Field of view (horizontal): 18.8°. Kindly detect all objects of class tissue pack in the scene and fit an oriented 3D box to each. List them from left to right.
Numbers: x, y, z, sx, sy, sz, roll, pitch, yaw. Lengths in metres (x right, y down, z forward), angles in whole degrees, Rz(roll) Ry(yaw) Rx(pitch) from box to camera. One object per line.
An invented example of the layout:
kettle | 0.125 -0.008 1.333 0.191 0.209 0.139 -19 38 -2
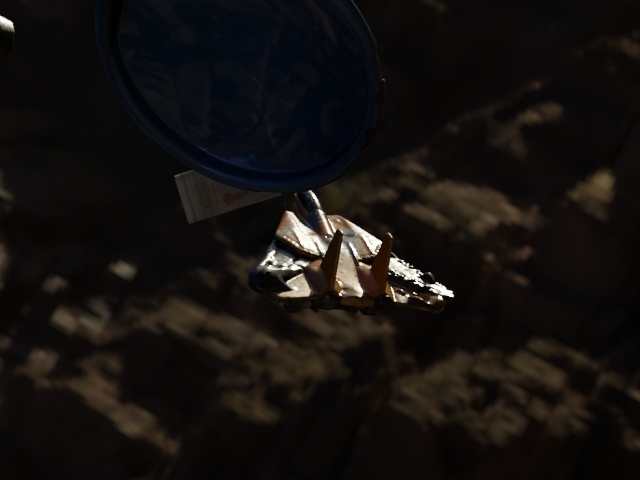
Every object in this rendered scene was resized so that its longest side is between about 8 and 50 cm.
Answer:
tissue pack | -0.100 -0.060 2.082 0.023 0.108 0.056 -135 29 -77

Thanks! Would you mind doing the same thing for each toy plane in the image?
toy plane | -0.002 0.012 1.961 0.316 0.204 0.103 -141 57 -71

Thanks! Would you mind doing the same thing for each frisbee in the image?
frisbee | -0.059 -0.142 1.471 0.045 0.242 0.242 -56 -16 -46

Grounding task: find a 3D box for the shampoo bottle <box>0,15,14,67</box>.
shampoo bottle | -0.330 -0.185 1.453 0.207 0.063 0.057 26 -62 -35
